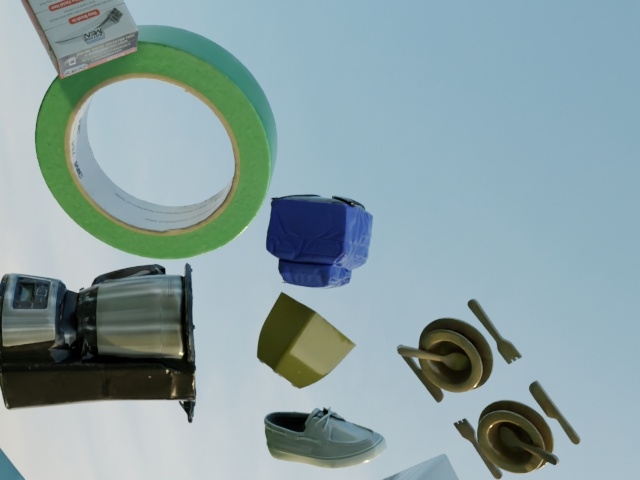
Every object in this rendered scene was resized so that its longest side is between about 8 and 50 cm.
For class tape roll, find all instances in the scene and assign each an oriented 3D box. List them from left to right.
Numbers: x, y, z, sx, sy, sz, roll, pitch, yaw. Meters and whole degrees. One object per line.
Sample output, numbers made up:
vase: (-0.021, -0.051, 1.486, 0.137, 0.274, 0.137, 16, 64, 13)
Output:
tape roll: (-0.221, -0.127, 1.211, 0.077, 0.322, 0.321, -81, -178, -60)

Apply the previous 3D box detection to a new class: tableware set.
tableware set: (0.171, 0.170, 0.943, 0.194, 0.039, 0.128, 53, -50, 4)

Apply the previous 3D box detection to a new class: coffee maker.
coffee maker: (-0.208, 0.109, 0.836, 0.120, 0.178, 0.171, -118, -152, -72)

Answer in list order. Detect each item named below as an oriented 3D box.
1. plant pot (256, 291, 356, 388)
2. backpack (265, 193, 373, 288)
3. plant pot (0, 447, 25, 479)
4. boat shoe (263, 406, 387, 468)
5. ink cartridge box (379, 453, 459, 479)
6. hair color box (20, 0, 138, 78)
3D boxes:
plant pot: (-0.026, 0.124, 1.039, 0.083, 0.081, 0.081, -54, -146, -9)
backpack: (0.000, 0.000, 0.946, 0.098, 0.120, 0.101, 11, -86, 17)
plant pot: (-0.590, 0.357, 1.333, 0.165, 0.166, 0.234, -90, 166, -56)
boat shoe: (-0.002, 0.309, 1.419, 0.228, 0.079, 0.081, -6, -72, 36)
ink cartridge box: (-0.019, 0.436, 1.063, 0.395, 0.285, 0.166, -30, -98, 25)
hair color box: (-0.273, -0.269, 0.945, 0.167, 0.093, 0.053, 62, -18, 8)
